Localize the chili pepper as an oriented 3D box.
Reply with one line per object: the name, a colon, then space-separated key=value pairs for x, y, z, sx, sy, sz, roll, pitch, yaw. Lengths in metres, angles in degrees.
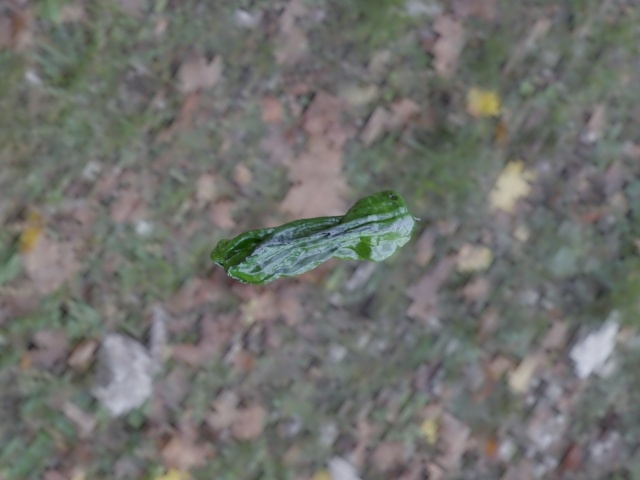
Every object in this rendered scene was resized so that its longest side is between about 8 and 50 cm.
chili pepper: x=0.000 y=0.001 z=0.804 sx=0.091 sy=0.034 sz=0.030 roll=-15 pitch=115 yaw=-9
